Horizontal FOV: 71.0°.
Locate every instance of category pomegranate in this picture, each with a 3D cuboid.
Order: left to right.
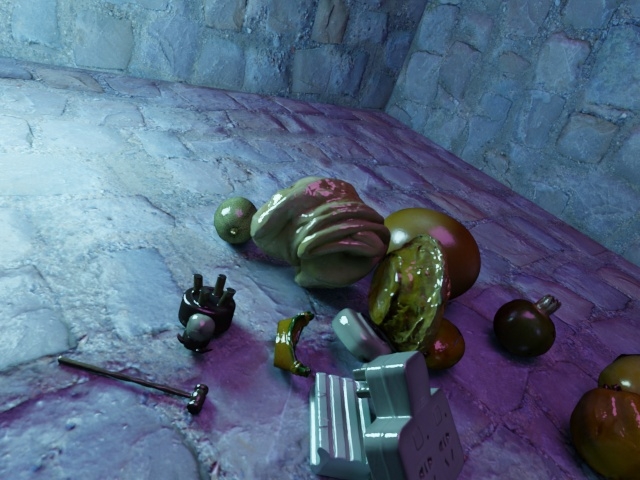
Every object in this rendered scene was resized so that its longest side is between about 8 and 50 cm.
[{"bbox_3d":[0.625,0.245,1.338,0.180,0.209,0.179,29,28,-17],"label":"pomegranate"}]

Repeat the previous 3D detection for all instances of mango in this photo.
[{"bbox_3d":[0.326,0.274,1.211,0.125,0.111,0.233,43,22,15],"label":"mango"}]

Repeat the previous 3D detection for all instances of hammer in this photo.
[{"bbox_3d":[-0.366,0.272,0.870,0.293,0.029,0.058,16,27,-3],"label":"hammer"}]

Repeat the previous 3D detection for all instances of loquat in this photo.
[{"bbox_3d":[0.698,0.448,1.055,0.188,0.175,0.234,1,48,17],"label":"loquat"},{"bbox_3d":[0.861,0.414,1.184,0.235,0.234,0.235,15,29,-9],"label":"loquat"}]

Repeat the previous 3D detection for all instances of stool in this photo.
[{"bbox_3d":[-0.262,0.162,1.025,0.125,0.121,0.217,18,24,-7],"label":"stool"}]

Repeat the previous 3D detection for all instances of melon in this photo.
[{"bbox_3d":[-0.258,-0.062,1.381,0.139,0.139,0.192,15,27,-10],"label":"melon"}]

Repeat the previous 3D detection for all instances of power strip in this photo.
[{"bbox_3d":[0.149,0.350,0.847,0.230,0.141,0.260,-11,84,-56],"label":"power strip"}]

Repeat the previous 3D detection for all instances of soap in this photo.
[{"bbox_3d":[0.041,0.370,0.907,0.119,0.066,0.198,14,30,-10],"label":"soap"}]

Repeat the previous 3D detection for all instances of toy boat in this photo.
[{"bbox_3d":[-0.060,0.234,1.052,0.088,0.088,0.229,3,27,-1],"label":"toy boat"}]

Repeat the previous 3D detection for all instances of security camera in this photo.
[{"bbox_3d":[0.135,0.283,1.054,0.157,0.080,0.301,38,12,-42],"label":"security camera"}]

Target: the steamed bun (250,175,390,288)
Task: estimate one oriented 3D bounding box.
[{"bbox_3d":[0.005,-0.002,1.242,0.372,0.325,0.230,39,24,-15],"label":"steamed bun"}]

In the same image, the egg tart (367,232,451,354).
[{"bbox_3d":[0.212,0.130,1.157,0.129,0.340,0.341,16,29,-10],"label":"egg tart"}]

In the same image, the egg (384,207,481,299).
[{"bbox_3d":[0.332,0.041,1.425,0.351,0.282,0.283,37,33,29],"label":"egg"}]
